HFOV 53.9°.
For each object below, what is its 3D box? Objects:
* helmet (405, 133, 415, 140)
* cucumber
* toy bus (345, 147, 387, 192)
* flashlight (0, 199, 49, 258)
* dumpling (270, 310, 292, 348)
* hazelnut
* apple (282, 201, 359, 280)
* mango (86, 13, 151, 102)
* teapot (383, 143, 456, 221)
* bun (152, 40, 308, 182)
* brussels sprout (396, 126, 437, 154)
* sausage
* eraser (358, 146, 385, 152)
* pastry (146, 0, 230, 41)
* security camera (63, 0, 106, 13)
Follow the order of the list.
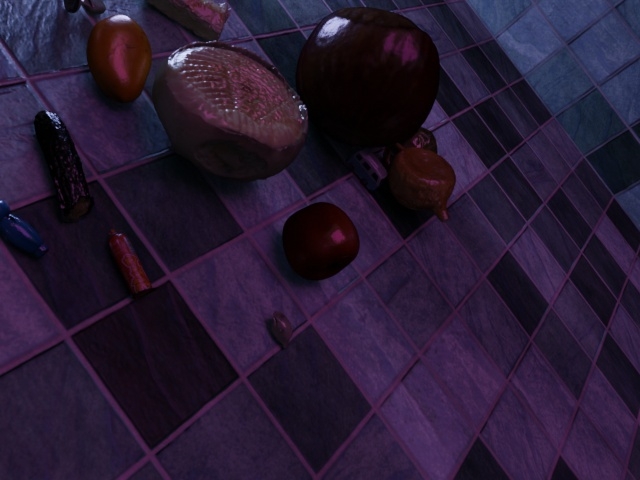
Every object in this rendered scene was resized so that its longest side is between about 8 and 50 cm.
[{"bbox_3d":[0.245,-0.407,2.001,0.177,0.153,0.107,-87,156,-45],"label":"helmet"},{"bbox_3d":[-0.495,-0.155,1.206,0.067,0.067,0.245,-8,69,-46],"label":"cucumber"},{"bbox_3d":[0.142,-0.210,1.838,0.123,0.075,0.060,51,40,-1],"label":"toy bus"},{"bbox_3d":[-0.530,-0.018,1.088,0.129,0.051,0.051,47,40,-14],"label":"flashlight"},{"bbox_3d":[-0.081,0.189,1.365,0.077,0.043,0.059,52,18,5],"label":"dumpling"},{"bbox_3d":[0.131,-0.459,1.806,0.421,0.353,0.420,0,89,-7],"label":"hazelnut"},{"bbox_3d":[0.000,0.000,1.468,0.181,0.181,0.168,-5,68,-45],"label":"apple"},{"bbox_3d":[-0.444,-0.401,1.398,0.145,0.112,0.219,15,57,-41],"label":"mango"},{"bbox_3d":[0.283,-0.173,1.891,0.203,0.167,0.311,-18,54,-35],"label":"teapot"},{"bbox_3d":[-0.217,-0.278,1.454,0.364,0.202,0.364,22,45,-23],"label":"bun"},{"bbox_3d":[0.313,-0.305,2.039,0.155,0.117,0.155,35,36,-31],"label":"brussels sprout"},{"bbox_3d":[-0.366,0.040,1.201,0.050,0.048,0.145,-27,78,-11],"label":"sausage"},{"bbox_3d":[0.158,-0.300,1.959,0.105,0.026,0.065,-24,82,-49],"label":"eraser"},{"bbox_3d":[-0.361,-0.624,1.657,0.258,0.089,0.121,22,44,-30],"label":"pastry"},{"bbox_3d":[-0.546,-0.553,1.471,0.058,0.058,0.092,60,28,9],"label":"security camera"}]
